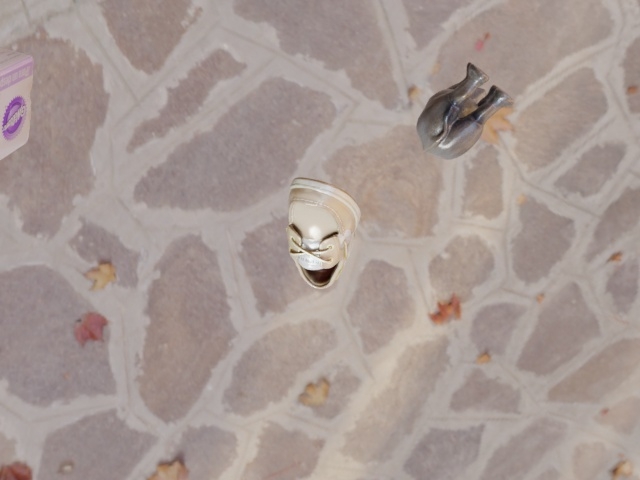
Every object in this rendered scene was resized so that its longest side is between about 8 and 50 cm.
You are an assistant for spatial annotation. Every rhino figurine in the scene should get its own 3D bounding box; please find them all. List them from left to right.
[{"bbox_3d":[0.162,-0.149,0.968,0.073,0.243,0.106,43,105,0],"label":"rhino figurine"}]

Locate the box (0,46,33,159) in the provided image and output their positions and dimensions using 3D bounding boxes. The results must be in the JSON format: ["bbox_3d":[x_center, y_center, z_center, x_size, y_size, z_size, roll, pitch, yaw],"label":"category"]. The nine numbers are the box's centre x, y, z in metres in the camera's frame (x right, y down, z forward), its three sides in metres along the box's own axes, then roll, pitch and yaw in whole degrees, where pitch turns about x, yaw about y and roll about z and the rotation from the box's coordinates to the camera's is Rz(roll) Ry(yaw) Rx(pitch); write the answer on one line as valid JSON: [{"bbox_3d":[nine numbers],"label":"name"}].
[{"bbox_3d":[-0.244,-0.027,0.384,0.067,0.324,0.063,17,119,3],"label":"box"}]

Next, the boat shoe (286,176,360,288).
[{"bbox_3d":[0.000,0.000,0.733,0.170,0.063,0.059,71,35,-67],"label":"boat shoe"}]
